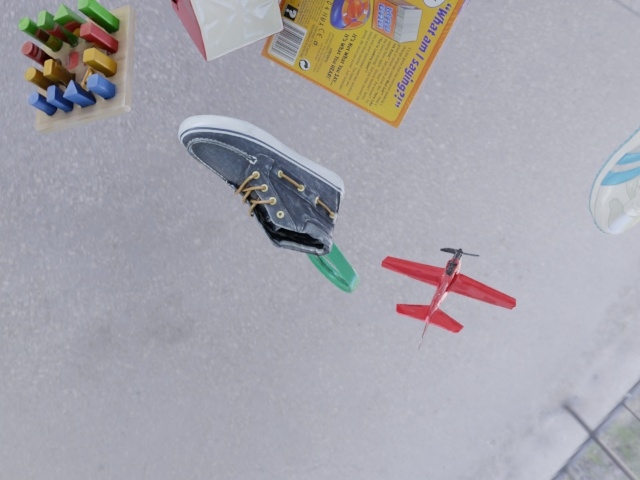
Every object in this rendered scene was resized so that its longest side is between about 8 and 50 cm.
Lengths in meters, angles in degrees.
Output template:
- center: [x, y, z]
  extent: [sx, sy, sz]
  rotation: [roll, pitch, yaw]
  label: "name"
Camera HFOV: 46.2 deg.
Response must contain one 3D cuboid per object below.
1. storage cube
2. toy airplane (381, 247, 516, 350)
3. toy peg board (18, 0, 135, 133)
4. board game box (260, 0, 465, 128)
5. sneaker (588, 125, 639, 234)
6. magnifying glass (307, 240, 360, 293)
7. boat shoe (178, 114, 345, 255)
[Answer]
- center: [-0.204, -0.526, 1.553]
  extent: [0.215, 0.193, 0.184]
  rotation: [-24, 147, -11]
  label: "storage cube"
- center: [0.124, 0.052, 0.775]
  extent: [0.151, 0.151, 0.028]
  rotation: [-11, 134, -17]
  label: "toy airplane"
- center: [-0.347, -0.249, 1.036]
  extent: [0.161, 0.161, 0.079]
  rotation: [-9, 161, 24]
  label: "toy peg board"
- center: [0.137, -0.542, 1.707]
  extent: [0.356, 0.356, 0.357]
  rotation: [29, 126, 3]
  label: "board game box"
- center: [0.397, -0.078, 0.868]
  extent: [0.087, 0.092, 0.229]
  rotation: [-4, 141, -25]
  label: "sneaker"
- center: [0.000, 0.000, 0.985]
  extent: [0.026, 0.092, 0.231]
  rotation: [-46, 148, -12]
  label: "magnifying glass"
- center: [-0.057, -0.051, 0.726]
  extent: [0.183, 0.083, 0.065]
  rotation: [23, 148, -24]
  label: "boat shoe"
